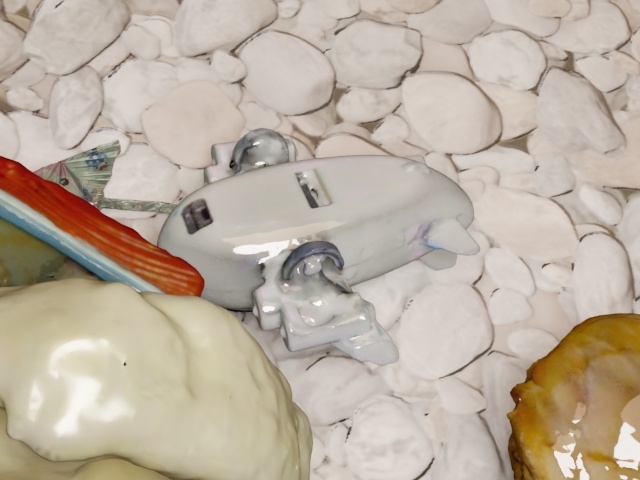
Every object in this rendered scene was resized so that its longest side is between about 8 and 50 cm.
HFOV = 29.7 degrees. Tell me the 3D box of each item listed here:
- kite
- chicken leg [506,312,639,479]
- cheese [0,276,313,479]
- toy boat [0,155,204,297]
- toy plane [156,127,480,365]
[{"bbox_3d":[-0.185,-0.029,1.023,0.152,0.005,0.137,14,60,-3],"label":"kite"},{"bbox_3d":[0.211,0.269,0.852,0.295,0.182,0.409,-21,81,-11],"label":"chicken leg"},{"bbox_3d":[-0.170,0.133,0.754,0.326,0.318,0.115,-6,60,2],"label":"cheese"},{"bbox_3d":[-0.258,0.025,0.887,0.332,0.145,0.133,28,40,4],"label":"toy boat"},{"bbox_3d":[0.000,-0.004,0.975,0.267,0.123,0.267,3,40,-2],"label":"toy plane"}]
